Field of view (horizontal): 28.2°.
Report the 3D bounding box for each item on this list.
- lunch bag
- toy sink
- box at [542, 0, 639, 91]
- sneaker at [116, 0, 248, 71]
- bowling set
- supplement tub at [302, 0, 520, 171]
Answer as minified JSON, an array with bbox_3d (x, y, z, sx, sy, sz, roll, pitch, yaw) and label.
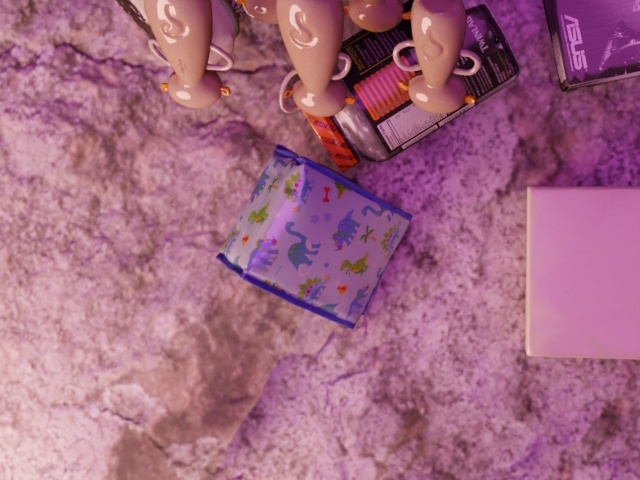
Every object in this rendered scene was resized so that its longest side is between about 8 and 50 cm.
[{"bbox_3d":[0.000,0.000,1.197,0.151,0.096,0.128,27,93,-26],"label":"lunch bag"},{"bbox_3d":[0.304,0.027,1.155,0.234,0.131,0.152,0,91,9],"label":"toy sink"},{"bbox_3d":[0.294,-0.269,1.187,0.183,0.056,0.231,-11,90,5],"label":"box"},{"bbox_3d":[-0.157,-0.355,1.138,0.182,0.158,0.410,-42,125,-16],"label":"sneaker"},{"bbox_3d":[0.008,-0.212,1.092,0.287,0.154,0.200,10,57,12],"label":"bowling set"},{"bbox_3d":[0.077,-0.150,1.175,0.190,0.117,0.117,-31,89,4],"label":"supplement tub"}]
